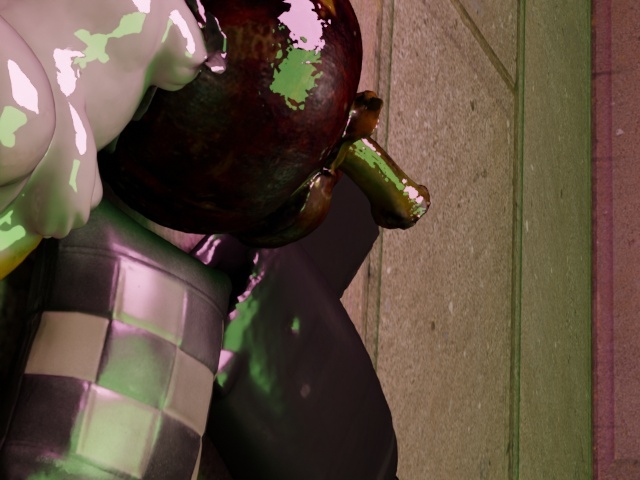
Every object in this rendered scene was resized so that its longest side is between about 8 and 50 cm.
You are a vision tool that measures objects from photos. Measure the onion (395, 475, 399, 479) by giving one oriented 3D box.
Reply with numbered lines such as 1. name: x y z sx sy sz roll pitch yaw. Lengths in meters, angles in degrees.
1. onion: 0.044 0.296 1.200 0.117 0.118 0.118 47 33 -5

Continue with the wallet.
1. wallet: -0.001 0.000 1.226 0.285 0.030 0.146 -55 132 -53

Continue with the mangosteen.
1. mangosteen: -0.041 -0.101 0.868 0.289 0.231 0.231 26 58 -27

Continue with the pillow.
1. pillow: -0.142 0.100 0.794 0.186 0.106 0.250 38 50 -44

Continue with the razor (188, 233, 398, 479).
1. razor: -0.027 0.148 1.042 0.204 0.113 0.349 -65 143 -39

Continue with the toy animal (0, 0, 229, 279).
1. toy animal: -0.203 -0.090 0.617 0.310 0.183 0.247 -24 104 -59
